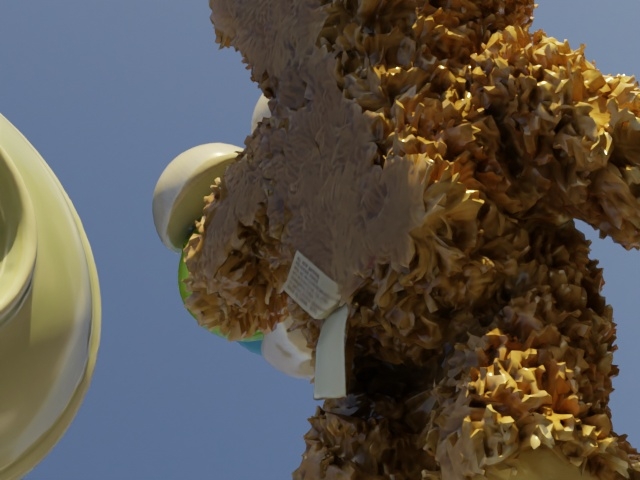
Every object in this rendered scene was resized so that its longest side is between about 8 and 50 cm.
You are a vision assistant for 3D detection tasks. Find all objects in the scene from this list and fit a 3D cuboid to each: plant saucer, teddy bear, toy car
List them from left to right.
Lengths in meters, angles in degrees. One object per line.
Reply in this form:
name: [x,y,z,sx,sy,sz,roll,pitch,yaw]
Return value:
plant saucer: [-0.314,-0.004,0.965,0.400,0.100,0.401,24,-133,-29]
toy car: [0.000,0.000,0.825,0.182,0.136,0.159,-40,-114,-12]
teddy bear: [0.045,0.000,0.560,0.113,0.245,0.338,12,-138,-37]
